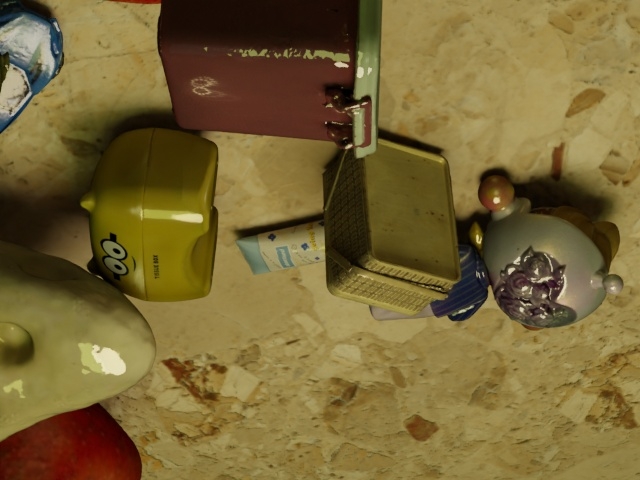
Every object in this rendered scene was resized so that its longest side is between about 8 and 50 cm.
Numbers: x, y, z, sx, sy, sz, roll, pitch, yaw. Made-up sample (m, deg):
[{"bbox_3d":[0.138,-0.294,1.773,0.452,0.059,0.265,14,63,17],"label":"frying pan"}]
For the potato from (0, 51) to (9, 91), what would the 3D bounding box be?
[{"bbox_3d":[-0.400,-0.190,1.464,0.176,0.141,0.298,-43,112,15],"label":"potato"}]

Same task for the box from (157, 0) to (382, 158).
[{"bbox_3d":[-0.031,-0.221,1.365,0.167,0.294,0.193,1,159,4],"label":"box"}]

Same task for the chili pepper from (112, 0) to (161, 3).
[{"bbox_3d":[-0.152,-0.238,1.500,0.123,0.073,0.070,0,98,-12],"label":"chili pepper"}]

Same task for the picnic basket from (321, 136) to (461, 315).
[{"bbox_3d":[0.068,-0.015,1.730,0.115,0.164,0.079,17,144,-27],"label":"picnic basket"}]

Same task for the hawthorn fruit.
[{"bbox_3d":[-0.329,0.265,1.948,0.307,0.265,0.265,15,137,-40],"label":"hawthorn fruit"}]

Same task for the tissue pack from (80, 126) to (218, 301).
[{"bbox_3d":[-0.165,-0.024,1.711,0.127,0.123,0.178,7,145,1],"label":"tissue pack"}]

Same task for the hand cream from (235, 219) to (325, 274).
[{"bbox_3d":[0.000,0.000,1.832,0.170,0.043,0.065,-11,140,13],"label":"hand cream"}]

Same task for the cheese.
[{"bbox_3d":[-0.362,0.144,1.735,0.351,0.129,0.328,23,109,1],"label":"cheese"}]

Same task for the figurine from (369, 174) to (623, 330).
[{"bbox_3d":[0.174,0.025,1.830,0.274,0.133,0.194,8,129,3],"label":"figurine"}]

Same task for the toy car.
[{"bbox_3d":[-0.315,-0.134,1.604,0.103,0.063,0.216,23,132,-31],"label":"toy car"}]
